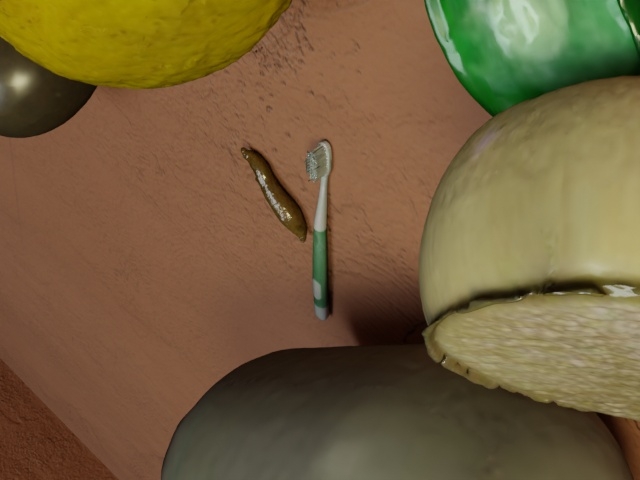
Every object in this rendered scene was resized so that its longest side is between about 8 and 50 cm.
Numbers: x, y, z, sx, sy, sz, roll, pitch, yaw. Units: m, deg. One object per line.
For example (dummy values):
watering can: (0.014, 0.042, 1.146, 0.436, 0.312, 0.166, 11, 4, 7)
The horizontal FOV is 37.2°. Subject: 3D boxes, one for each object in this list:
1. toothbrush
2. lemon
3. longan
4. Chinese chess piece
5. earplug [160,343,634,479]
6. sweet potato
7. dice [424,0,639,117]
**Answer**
toothbrush: (0.000, 0.000, 0.947, 0.018, 0.024, 0.257, 36, 149, 27)
lemon: (-0.127, -0.236, 0.625, 0.268, 0.268, 0.322, 55, 154, -5)
longan: (-0.329, -0.203, 1.049, 0.189, 0.189, 0.189, 36, 147, 28)
Chinese chess piece: (0.184, 0.023, 0.482, 0.269, 0.112, 0.270, 12, 163, 4)
earplug: (0.071, 0.237, 0.812, 0.313, 0.312, 0.394, 57, 150, -9)
sweet potato: (-0.045, -0.047, 0.956, 0.115, 0.026, 0.026, 58, 151, -5)
dice: (0.138, -0.136, 0.490, 0.131, 0.120, 0.128, 2, 125, 58)
